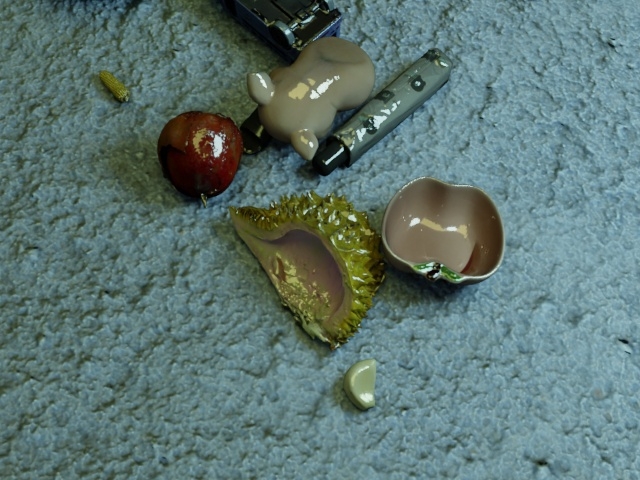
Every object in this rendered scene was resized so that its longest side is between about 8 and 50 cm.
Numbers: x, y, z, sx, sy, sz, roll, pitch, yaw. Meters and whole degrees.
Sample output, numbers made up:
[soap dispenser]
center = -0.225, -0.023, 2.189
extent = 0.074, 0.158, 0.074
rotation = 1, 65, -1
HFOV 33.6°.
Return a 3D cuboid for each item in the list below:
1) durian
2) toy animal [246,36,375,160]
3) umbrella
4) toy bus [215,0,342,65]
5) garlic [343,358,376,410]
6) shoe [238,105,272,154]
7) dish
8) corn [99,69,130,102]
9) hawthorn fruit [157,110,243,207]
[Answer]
[durian]
center = 0.014, 0.004, 1.755
extent = 0.195, 0.185, 0.305
rotation = -19, 53, -38
[toy animal]
center = -0.006, -0.258, 1.838
extent = 0.166, 0.154, 0.250
rotation = 39, 55, 9
[umbrella]
center = 0.112, -0.227, 1.897
extent = 0.067, 0.073, 0.337
rotation = 37, 66, 27
[toy bus]
center = -0.100, -0.448, 1.981
extent = 0.292, 0.133, 0.125
rotation = 42, 73, 17
[garlic]
center = 0.062, 0.225, 1.662
extent = 0.053, 0.041, 0.083
rotation = 5, 68, -14
[shoe]
center = -0.094, -0.223, 1.901
extent = 0.062, 0.053, 0.159
rotation = 36, 63, 13
[dish]
center = 0.196, 0.003, 1.757
extent = 0.213, 0.090, 0.213
rotation = 4, 60, -6
[corn]
center = -0.375, -0.281, 1.938
extent = 0.027, 0.028, 0.083
rotation = -38, 64, -14
[hawthorn fruit]
center = -0.203, -0.136, 1.803
extent = 0.148, 0.148, 0.172
rotation = -4, 80, -4
